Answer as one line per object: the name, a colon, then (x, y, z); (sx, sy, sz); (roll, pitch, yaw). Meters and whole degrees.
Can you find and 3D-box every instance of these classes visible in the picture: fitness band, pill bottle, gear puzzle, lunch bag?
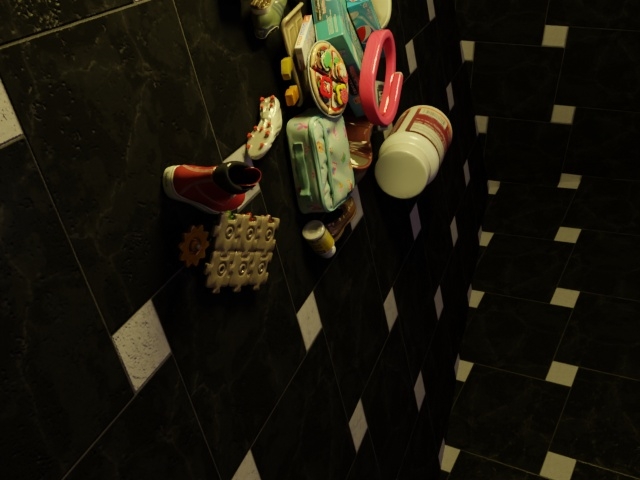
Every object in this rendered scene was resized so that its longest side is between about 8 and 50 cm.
fitness band: (0.180, -0.474, 1.981); (0.209, 0.054, 0.291); (46, 51, -58)
pill bottle: (0.338, -0.322, 2.465); (0.392, 0.224, 0.224); (-57, 138, -52)
gear puzzle: (-0.201, 0.022, 1.437); (0.339, 0.044, 0.175); (3, 101, -64)
lunch bag: (0.002, -0.213, 1.842); (0.224, 0.108, 0.279); (-45, 128, -59)
pill bottle: (0.000, 0.000, 1.870); (0.116, 0.065, 0.065); (54, 41, -50)

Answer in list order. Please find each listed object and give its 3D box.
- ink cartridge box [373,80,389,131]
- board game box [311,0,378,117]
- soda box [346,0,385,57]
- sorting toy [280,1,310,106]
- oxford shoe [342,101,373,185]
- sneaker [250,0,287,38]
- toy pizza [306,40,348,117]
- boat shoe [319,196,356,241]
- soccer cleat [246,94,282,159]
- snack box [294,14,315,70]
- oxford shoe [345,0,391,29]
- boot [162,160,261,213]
ink cartridge box: (0.182, -0.463, 2.241); (0.206, 0.045, 0.208); (-129, -148, -82)
board game box: (0.070, -0.565, 1.985); (0.336, 0.079, 0.253); (52, 27, -55)
soda box: (0.143, -0.649, 2.044); (0.210, 0.067, 0.071); (57, 24, -48)
sorting toy: (-0.070, -0.469, 1.750); (0.307, 0.041, 0.229); (-71, 154, -58)
oxford shoe: (0.100, -0.324, 2.113); (0.130, 0.123, 0.348); (107, -7, -55)
sneaker: (-0.126, -0.556, 1.662); (0.192, 0.064, 0.086); (-66, 160, -53)
toy pizza: (0.029, -0.423, 1.771); (0.201, 0.032, 0.201); (10, 78, -57)
boat shoe: (0.052, -0.077, 1.983); (0.207, 0.073, 0.073); (-63, 144, -48)
soccer cleat: (-0.126, -0.261, 1.618); (0.076, 0.068, 0.196); (62, 32, -49)
snack box: (-0.038, -0.514, 1.752); (0.178, 0.022, 0.064); (-80, 162, -46)
oxford shoe: (0.096, -0.850, 2.055); (0.130, 0.169, 0.449); (-45, 122, -59)
boot: (-0.173, -0.107, 1.361); (0.244, 0.176, 0.088); (10, 77, -67)
